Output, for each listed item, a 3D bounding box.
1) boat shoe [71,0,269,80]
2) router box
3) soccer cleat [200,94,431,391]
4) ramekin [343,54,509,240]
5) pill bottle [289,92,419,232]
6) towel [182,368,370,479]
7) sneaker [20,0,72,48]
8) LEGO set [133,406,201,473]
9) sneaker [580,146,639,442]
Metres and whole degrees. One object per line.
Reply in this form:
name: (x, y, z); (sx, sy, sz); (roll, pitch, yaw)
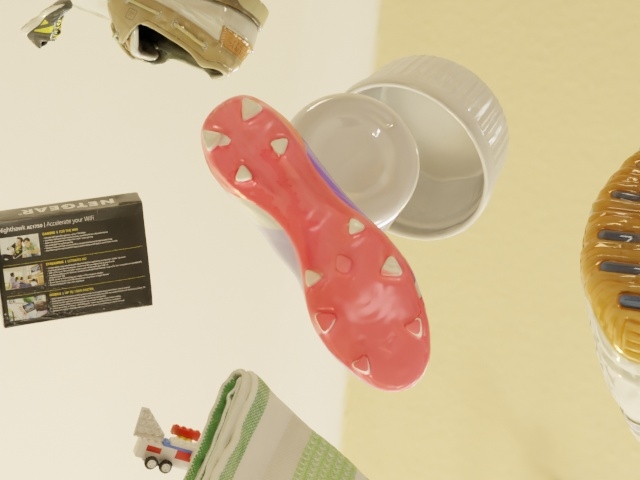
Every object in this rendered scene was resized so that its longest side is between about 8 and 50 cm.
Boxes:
boat shoe: (-0.212, -0.274, 2.010); (0.113, 0.302, 0.103); (41, -111, -55)
router box: (-0.291, 0.023, 1.925); (0.179, 0.046, 0.133); (-8, -70, -14)
soccer cleat: (0.000, 0.000, 1.189); (0.083, 0.248, 0.095); (-37, -7, 2)
ramekin: (0.116, -0.114, 1.878); (0.109, 0.207, 0.207); (-49, -39, -46)
pill bottle: (0.010, -0.043, 1.489); (0.221, 0.124, 0.124); (123, 170, -74)
towel: (0.005, 0.134, 0.668); (0.152, 0.023, 0.113); (42, -139, -18)
sneaker: (-0.305, -0.247, 1.870); (0.035, 0.083, 0.031); (54, -138, -10)
LEGO set: (-0.058, 0.210, 1.500); (0.244, 0.182, 0.060); (0, -67, -66)
sneaker: (0.203, -0.026, 0.808); (0.296, 0.112, 0.131); (-54, -34, -32)
